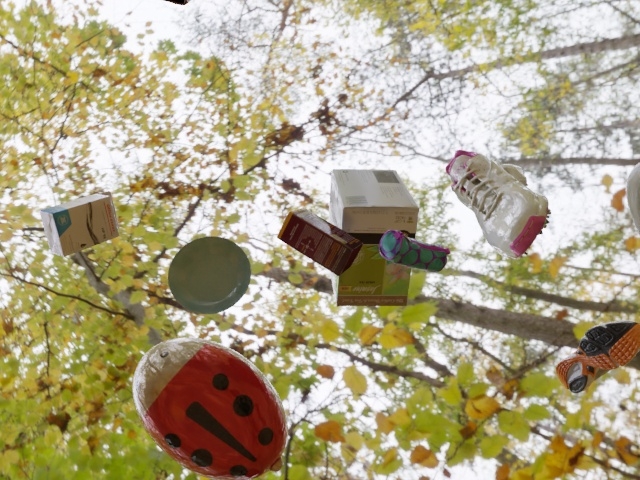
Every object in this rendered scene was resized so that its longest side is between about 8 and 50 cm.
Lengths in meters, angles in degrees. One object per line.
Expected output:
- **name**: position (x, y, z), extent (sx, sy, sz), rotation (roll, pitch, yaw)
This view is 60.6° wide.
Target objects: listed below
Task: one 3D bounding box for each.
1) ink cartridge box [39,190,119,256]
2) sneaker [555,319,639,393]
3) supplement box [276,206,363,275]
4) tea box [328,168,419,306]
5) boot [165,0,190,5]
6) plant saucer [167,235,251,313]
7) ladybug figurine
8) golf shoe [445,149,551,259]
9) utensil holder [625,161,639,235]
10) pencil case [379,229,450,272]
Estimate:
- **ink cartridge box**: position (-0.538, -0.044, 1.267), extent (0.180, 0.060, 0.104), rotation (-29, -60, -47)
- **sneaker**: position (0.642, 0.243, 1.234), extent (0.121, 0.262, 0.099), rotation (-21, -117, -27)
- **supplement box**: position (0.000, 0.000, 1.384), extent (0.080, 0.188, 0.104), rotation (-62, -13, 19)
- **tea box**: position (0.145, -0.016, 1.667), extent (0.220, 0.329, 0.323), rotation (-1, -65, -4)
- **boot**: position (-0.222, -0.545, 1.116), extent (0.264, 0.096, 0.280), rotation (23, -139, -1)
- **plant saucer**: position (-0.261, 0.085, 1.300), extent (0.195, 0.037, 0.194), rotation (1, -113, -2)
- **ladybug figurine**: position (-0.270, 0.430, 1.361), extent (0.449, 0.162, 0.305), rotation (36, -97, -3)
- **golf shoe**: position (0.268, -0.067, 0.878), extent (0.140, 0.306, 0.115), rotation (28, -69, -4)
- **utensil holder**: position (0.633, -0.060, 0.622), extent (0.386, 0.327, 0.327), rotation (-33, -66, 9)
- **pencil case**: position (0.200, 0.024, 1.161), extent (0.152, 0.070, 0.064), rotation (15, -138, -35)
